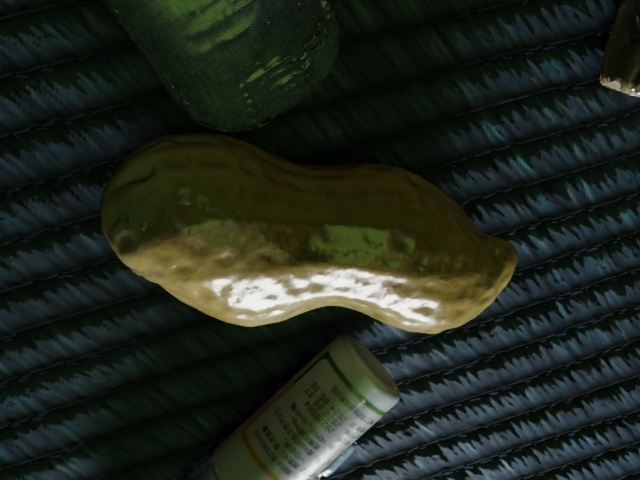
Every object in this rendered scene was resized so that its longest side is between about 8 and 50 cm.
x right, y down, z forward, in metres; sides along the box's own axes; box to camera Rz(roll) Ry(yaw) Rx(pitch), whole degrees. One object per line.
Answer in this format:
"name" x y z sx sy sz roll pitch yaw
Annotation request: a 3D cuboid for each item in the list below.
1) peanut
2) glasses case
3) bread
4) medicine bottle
"peanut" 0.000 0.000 0.496 0.263 0.101 0.117 6 151 -18
"glasses case" -0.091 -0.184 0.423 0.109 0.067 0.282 -36 112 -1
"bread" 0.224 -0.127 0.516 0.070 0.077 0.083 12 108 -5
"medicine bottle" -0.035 0.166 0.576 0.220 0.061 0.092 -43 132 6
